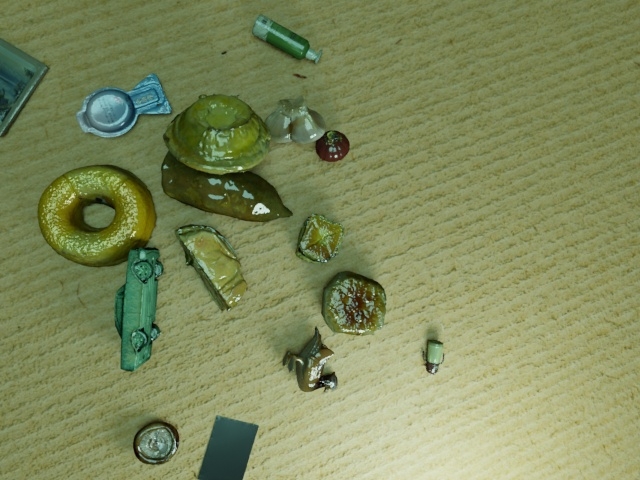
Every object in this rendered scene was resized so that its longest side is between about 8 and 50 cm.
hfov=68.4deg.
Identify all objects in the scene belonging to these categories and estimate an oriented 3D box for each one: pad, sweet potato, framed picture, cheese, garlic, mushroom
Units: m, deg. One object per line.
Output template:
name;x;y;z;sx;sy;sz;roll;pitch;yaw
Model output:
pad;-0.266;0.613;1.363;0.127;0.004;0.190;17;87;-8
sweet potato;-0.246;-0.135;1.289;0.369;0.158;0.158;17;88;-7
framed picture;-0.929;-0.453;1.252;0.314;0.024;0.232;31;85;-8
cheese;-0.545;-0.365;1.294;0.244;0.052;0.135;-24;96;-8
garlic;-0.075;-0.331;1.340;0.174;0.099;0.124;-7;81;11
mushroom;-0.457;0.562;1.311;0.123;0.052;0.123;0;89;-16

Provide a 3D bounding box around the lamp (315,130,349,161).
lamp;0.035;-0.272;1.359;0.101;0.090;0.101;-1;58;2

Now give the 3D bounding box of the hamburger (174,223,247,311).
hamburger;-0.297;0.061;1.306;0.131;0.124;0.262;-35;100;-25

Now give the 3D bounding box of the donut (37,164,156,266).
donut;-0.604;-0.068;1.259;0.302;0.110;0.303;0;89;-9

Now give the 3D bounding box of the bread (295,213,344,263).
bread;0.000;0.000;1.365;0.127;0.069;0.140;18;84;-9

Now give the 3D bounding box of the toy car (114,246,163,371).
toy car;-0.489;0.177;1.261;0.097;0.141;0.321;3;89;-2

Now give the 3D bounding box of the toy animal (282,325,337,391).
toy animal;-0.009;0.350;1.364;0.179;0.089;0.188;22;88;-21

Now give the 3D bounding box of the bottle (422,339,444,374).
bottle;0.342;0.355;1.430;0.063;0.047;0.101;10;94;28

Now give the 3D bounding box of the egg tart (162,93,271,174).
egg tart;-0.269;-0.295;1.238;0.290;0.115;0.290;6;47;-6

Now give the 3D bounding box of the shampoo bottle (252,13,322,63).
shampoo bottle;-0.092;-0.573;1.354;0.204;0.065;0.065;27;87;-7

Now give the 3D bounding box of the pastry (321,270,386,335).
pastry;0.096;0.182;1.367;0.192;0.093;0.182;9;88;-12
